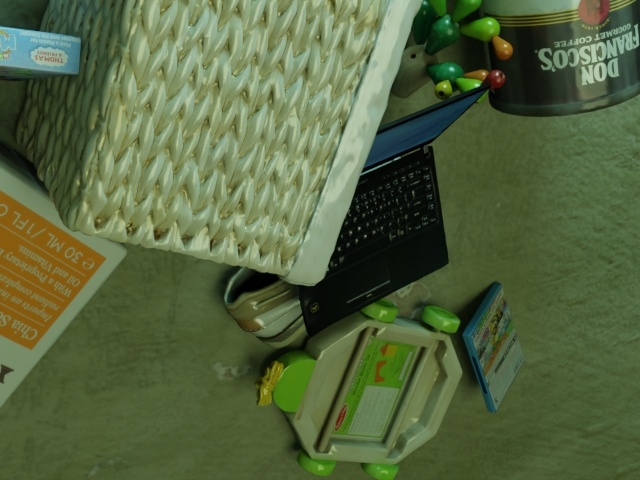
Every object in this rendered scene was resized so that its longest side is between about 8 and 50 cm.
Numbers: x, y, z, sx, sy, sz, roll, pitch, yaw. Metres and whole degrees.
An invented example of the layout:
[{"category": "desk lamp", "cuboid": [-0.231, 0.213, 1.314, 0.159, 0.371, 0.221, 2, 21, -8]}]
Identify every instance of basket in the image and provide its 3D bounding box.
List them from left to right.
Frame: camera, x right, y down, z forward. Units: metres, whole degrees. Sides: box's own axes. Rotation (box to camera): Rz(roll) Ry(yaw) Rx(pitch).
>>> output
[{"category": "basket", "cuboid": [-0.121, -0.170, 1.027, 0.267, 0.328, 0.331, 9, 107, -30]}]

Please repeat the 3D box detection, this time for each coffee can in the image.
[{"category": "coffee can", "cuboid": [0.290, -0.314, 1.264, 0.202, 0.201, 0.275, -22, 115, -21]}]

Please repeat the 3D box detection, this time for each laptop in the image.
[{"category": "laptop", "cuboid": [0.088, -0.032, 1.193, 0.234, 0.137, 0.264, -24, 116, -29]}]

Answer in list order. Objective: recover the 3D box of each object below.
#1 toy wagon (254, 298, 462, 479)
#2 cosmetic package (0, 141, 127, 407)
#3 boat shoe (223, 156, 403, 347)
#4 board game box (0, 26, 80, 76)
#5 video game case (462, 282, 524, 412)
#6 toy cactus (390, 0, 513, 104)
[{"category": "toy wagon", "cuboid": [0.049, 0.205, 1.459, 0.344, 0.068, 0.267, 13, 104, -34]}, {"category": "cosmetic package", "cuboid": [-0.440, 0.101, 1.037, 0.453, 0.161, 0.230, -51, 136, 0]}, {"category": "boat shoe", "cuboid": [0.000, 0.000, 1.305, 0.302, 0.113, 0.103, -51, 133, 0]}, {"category": "board game box", "cuboid": [-0.335, -0.176, 0.959, 0.160, 0.211, 0.039, 2, 94, -31]}, {"category": "video game case", "cuboid": [0.267, 0.165, 1.571, 0.119, 0.015, 0.166, -51, 133, -36]}, {"category": "toy cactus", "cuboid": [0.135, -0.237, 1.256, 0.112, 0.219, 0.180, -14, 157, -36]}]
